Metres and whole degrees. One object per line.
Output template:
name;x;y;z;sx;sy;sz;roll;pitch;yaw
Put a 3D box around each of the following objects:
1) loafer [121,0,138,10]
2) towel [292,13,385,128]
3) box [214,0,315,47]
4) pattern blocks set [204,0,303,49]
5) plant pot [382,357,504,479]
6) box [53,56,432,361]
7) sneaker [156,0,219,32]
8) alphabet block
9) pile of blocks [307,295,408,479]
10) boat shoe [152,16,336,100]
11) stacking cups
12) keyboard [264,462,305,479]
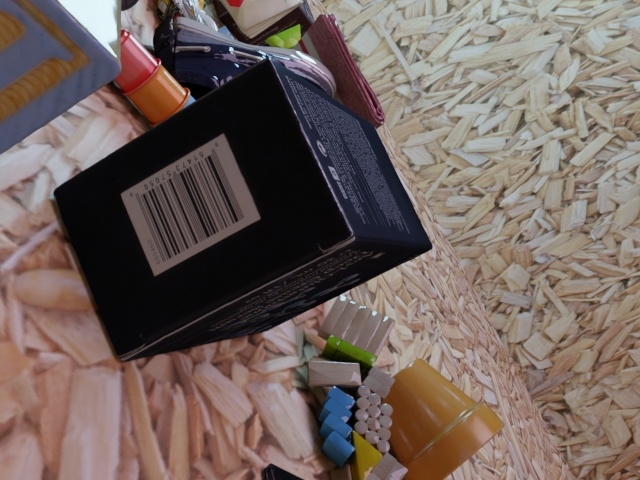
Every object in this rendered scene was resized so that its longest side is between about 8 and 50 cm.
loafer;-0.375;-0.458;1.114;0.095;0.109;0.302;49;1;34
towel;-0.014;-0.257;1.517;0.037;0.329;0.237;-19;79;-36
box;-0.139;-0.572;1.851;0.203;0.167;0.169;39;28;-52
pattern blocks set;-0.136;-0.539;1.667;0.285;0.324;0.026;65;-25;1
plant pot;0.192;0.325;1.389;0.188;0.205;0.205;50;13;16
box;-0.067;-0.022;0.956;0.212;0.293;0.395;65;17;9
sneaker;-0.257;-0.405;1.411;0.092;0.088;0.225;2;58;-48
alphabet block;-0.317;-0.231;0.726;0.193;0.192;0.197;48;20;-45
pile of blocks;0.043;0.265;1.206;0.113;0.148;0.362;108;-15;-48
boat shoe;-0.122;-0.256;1.318;0.340;0.127;0.158;11;48;-23
stacking cups;-0.201;-0.178;1.153;0.316;0.096;0.096;50;20;-35
keyboard;-0.012;0.360;0.987;0.180;0.023;0.108;43;19;-46
